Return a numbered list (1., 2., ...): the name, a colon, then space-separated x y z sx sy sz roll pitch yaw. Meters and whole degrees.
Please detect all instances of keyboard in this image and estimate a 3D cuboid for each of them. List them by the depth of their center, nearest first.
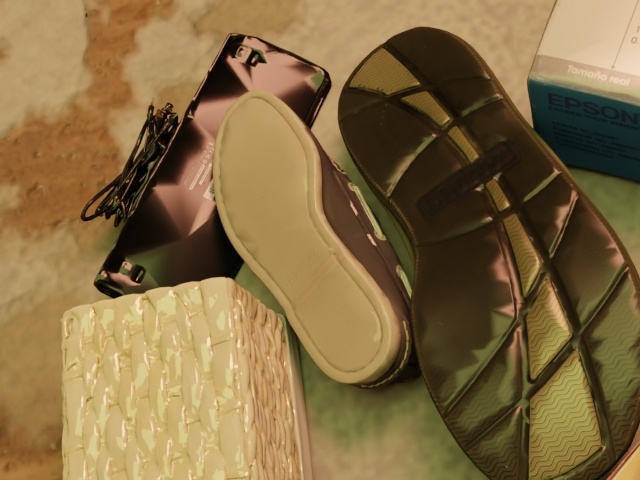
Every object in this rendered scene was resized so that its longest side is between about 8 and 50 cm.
1. keyboard: -0.075 -0.041 0.874 0.100 0.038 0.192 27 73 0

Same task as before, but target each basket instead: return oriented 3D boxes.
1. basket: -0.071 0.113 0.755 0.113 0.103 0.167 -12 65 11

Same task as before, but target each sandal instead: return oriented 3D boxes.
1. sandal: 0.100 0.003 0.773 0.120 0.086 0.302 -27 52 12

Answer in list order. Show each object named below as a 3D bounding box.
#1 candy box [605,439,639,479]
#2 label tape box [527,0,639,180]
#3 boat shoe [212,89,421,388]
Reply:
1. candy box: 0.289 0.177 0.637 0.316 0.087 0.183 38 81 26
2. label tape box: 0.285 -0.180 0.791 0.241 0.106 0.333 17 72 21
3. boat shoe: 0.000 0.000 0.818 0.075 0.065 0.206 -42 57 22
